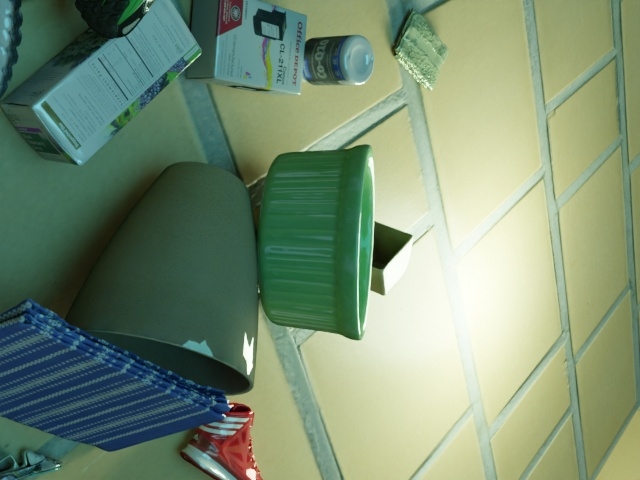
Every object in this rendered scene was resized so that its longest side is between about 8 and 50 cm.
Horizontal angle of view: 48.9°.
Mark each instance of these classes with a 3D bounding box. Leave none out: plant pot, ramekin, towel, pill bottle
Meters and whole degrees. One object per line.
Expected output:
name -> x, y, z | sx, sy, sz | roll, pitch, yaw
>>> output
plant pot -> 0.108, 0.040, 1.352 | 0.109, 0.109, 0.096 | -45, 141, -31
plant pot -> -0.186, 0.041, 0.954 | 0.256, 0.256, 0.274 | 38, 54, -44
ramekin -> 0.000, 0.000, 1.103 | 0.303, 0.148, 0.304 | 3, 90, -82
towel -> -0.302, 0.182, 0.869 | 0.336, 0.243, 0.040 | 40, 36, -43
towel -> 0.203, -0.379, 1.411 | 0.148, 0.027, 0.110 | 34, 74, -45
pill bottle -> 0.013, -0.292, 1.146 | 0.078, 0.137, 0.078 | -12, 106, -46

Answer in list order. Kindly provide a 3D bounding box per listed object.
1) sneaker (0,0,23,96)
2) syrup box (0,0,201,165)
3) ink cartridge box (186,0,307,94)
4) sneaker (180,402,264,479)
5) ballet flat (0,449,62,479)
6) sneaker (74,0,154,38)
sneaker -> -0.395, -0.292, 0.768 | 0.115, 0.105, 0.282 | -4, 105, -16
syrup box -> -0.273, -0.207, 0.893 | 0.237, 0.093, 0.096 | -53, 132, -25
ink cartridge box -> -0.108, -0.295, 1.065 | 0.175, 0.072, 0.128 | -2, 99, -46
sneaker -> -0.123, 0.356, 1.183 | 0.128, 0.087, 0.221 | -58, 135, -19
ballet flat -> -0.393, 0.296, 0.919 | 0.114, 0.041, 0.041 | -8, 104, -47
sneaker -> -0.175, -0.385, 0.859 | 0.344, 0.134, 0.146 | -64, 154, -14
